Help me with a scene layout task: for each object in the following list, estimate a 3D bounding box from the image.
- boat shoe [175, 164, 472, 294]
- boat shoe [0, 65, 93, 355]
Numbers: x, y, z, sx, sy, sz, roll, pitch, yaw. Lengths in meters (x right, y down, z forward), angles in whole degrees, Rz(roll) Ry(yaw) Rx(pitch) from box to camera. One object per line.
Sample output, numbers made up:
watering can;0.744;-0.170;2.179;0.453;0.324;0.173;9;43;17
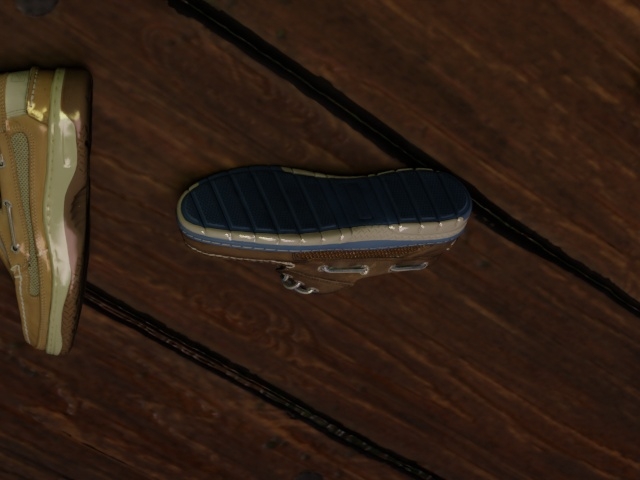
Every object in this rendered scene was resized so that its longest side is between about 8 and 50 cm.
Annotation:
boat shoe;0.000;0.000;1.184;0.183;0.066;0.066;0;134;-18
boat shoe;-0.168;-0.017;1.125;0.072;0.068;0.190;3;123;-4
